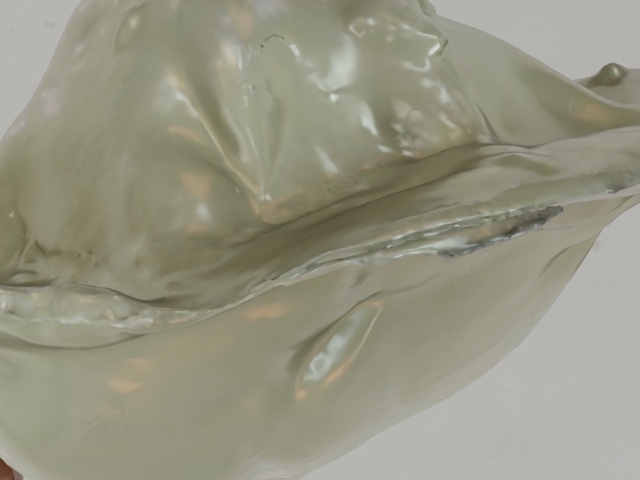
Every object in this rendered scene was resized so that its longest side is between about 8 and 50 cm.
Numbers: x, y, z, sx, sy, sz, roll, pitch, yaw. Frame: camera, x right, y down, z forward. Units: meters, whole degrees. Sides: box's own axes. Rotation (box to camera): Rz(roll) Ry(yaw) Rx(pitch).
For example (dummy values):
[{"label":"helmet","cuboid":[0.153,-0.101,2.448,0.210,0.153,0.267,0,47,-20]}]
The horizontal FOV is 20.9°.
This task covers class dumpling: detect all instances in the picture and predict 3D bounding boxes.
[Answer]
[{"label":"dumpling","cuboid":[0.000,0.000,0.691,0.395,0.315,0.233,-10,100,-17]}]

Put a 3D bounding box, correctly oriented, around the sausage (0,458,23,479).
[{"label":"sausage","cuboid":[-0.174,0.082,0.885,0.030,0.147,0.035,-22,132,-2]}]
